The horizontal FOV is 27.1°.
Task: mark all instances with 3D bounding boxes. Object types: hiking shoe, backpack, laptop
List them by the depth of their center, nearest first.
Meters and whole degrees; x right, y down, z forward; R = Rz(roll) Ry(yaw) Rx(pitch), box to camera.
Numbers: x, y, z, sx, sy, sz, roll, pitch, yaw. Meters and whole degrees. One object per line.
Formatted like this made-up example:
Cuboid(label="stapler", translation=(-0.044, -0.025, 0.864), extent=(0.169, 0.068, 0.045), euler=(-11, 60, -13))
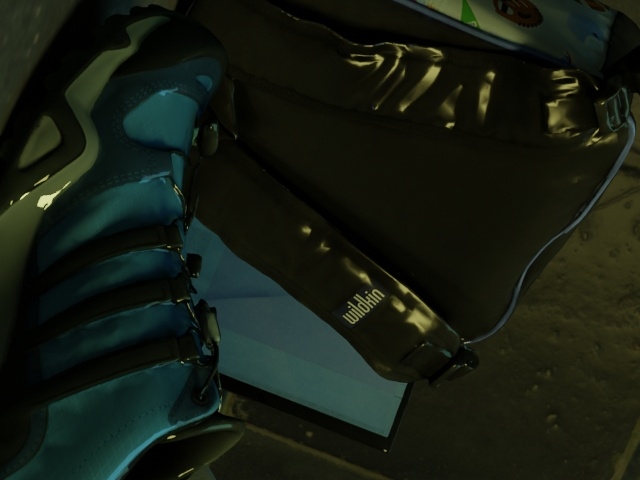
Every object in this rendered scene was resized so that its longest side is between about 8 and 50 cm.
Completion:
Cuboid(label="hiking shoe", translation=(-0.086, 0.041, 0.543), extent=(0.113, 0.132, 0.304), euler=(107, 4, -63))
Cuboid(label="backpack", translation=(0.039, -0.089, 0.825), extent=(0.213, 0.263, 0.276), euler=(-78, -167, -52))
Cuboid(label="laptop", translation=(0.000, 0.000, 1.060), extent=(0.136, 0.234, 0.264), euler=(-68, 179, -51))

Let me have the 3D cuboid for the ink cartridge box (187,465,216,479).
Cuboid(label="ink cartridge box", translation=(-0.144, 0.179, 0.874), extent=(0.208, 0.045, 0.206), euler=(52, -49, 47))
